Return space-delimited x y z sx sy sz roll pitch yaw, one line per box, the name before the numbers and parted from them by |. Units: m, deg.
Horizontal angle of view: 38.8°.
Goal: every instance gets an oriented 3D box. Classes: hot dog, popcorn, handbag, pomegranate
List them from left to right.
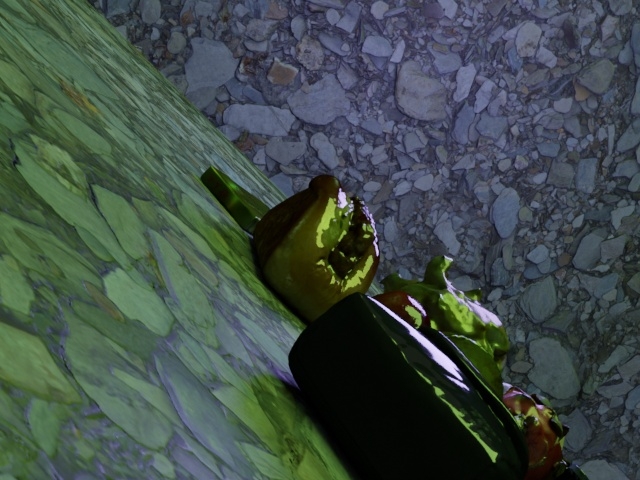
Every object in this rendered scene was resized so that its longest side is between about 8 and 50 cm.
hot dog | 0.001 0.002 1.735 0.185 0.223 0.405 42 4 -14
handbag | 0.133 0.225 1.127 0.302 0.178 0.275 48 5 35
popcorn | 0.250 0.216 2.005 0.335 0.274 0.279 38 32 3
pomegranate | 0.204 0.265 1.492 0.241 0.190 0.159 44 -21 -5

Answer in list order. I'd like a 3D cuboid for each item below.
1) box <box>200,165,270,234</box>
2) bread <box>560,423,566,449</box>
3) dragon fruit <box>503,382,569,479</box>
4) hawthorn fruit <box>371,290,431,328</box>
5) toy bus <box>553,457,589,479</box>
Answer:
box | -0.143 -0.053 2.055 0.173 0.043 0.311 48 5 25
bread | 0.443 0.516 2.187 0.183 0.224 0.211 37 -34 -29
dragon fruit | 0.382 0.394 1.804 0.224 0.224 0.227 45 -3 -5
hawthorn fruit | 0.141 0.178 1.767 0.169 0.169 0.188 45 -11 -5
toy bus | 0.587 0.635 1.936 0.331 0.145 0.151 47 -12 40
